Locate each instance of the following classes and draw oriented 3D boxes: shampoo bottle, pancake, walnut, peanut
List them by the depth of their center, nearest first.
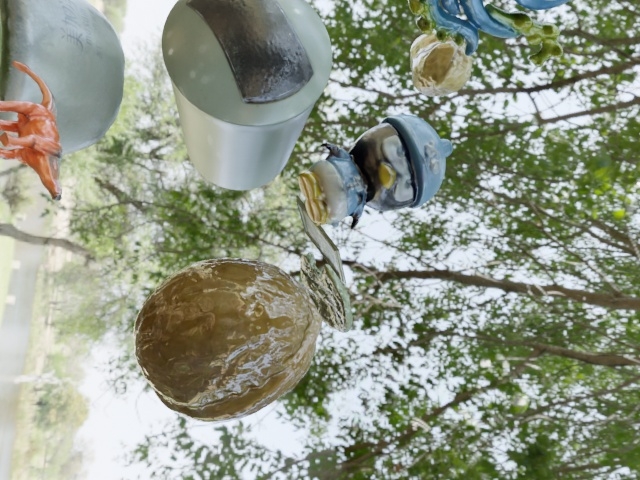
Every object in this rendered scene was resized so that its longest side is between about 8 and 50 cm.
[{"bbox_3d":[-0.515,-0.296,0.915,0.322,0.317,0.323,-1,-91,37],"label":"shampoo bottle"},{"bbox_3d":[-0.160,0.167,0.957,0.332,0.332,0.333,-173,-90,-65],"label":"walnut"},{"bbox_3d":[0.282,-0.422,1.280,0.306,0.146,0.147,-75,-172,-56],"label":"peanut"},{"bbox_3d":[0.016,0.147,1.470,0.254,0.037,0.254,49,-25,32],"label":"pancake"}]

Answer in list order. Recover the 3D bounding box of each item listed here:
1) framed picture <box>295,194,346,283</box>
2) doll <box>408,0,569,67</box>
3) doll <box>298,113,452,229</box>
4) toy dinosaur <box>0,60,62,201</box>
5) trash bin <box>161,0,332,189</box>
[{"bbox_3d":[0.000,0.000,1.207,0.183,0.011,0.142,54,-12,33],"label":"framed picture"},{"bbox_3d":[0.233,-0.373,0.604,0.346,0.341,0.099,-60,-147,32],"label":"doll"},{"bbox_3d":[0.114,-0.126,0.977,0.141,0.314,0.177,15,-54,63],"label":"doll"},{"bbox_3d":[-0.341,-0.136,0.623,0.055,0.101,0.280,-39,-118,20],"label":"toy dinosaur"},{"bbox_3d":[-0.145,-0.280,1.027,0.432,0.280,0.281,128,-37,-72],"label":"trash bin"}]
